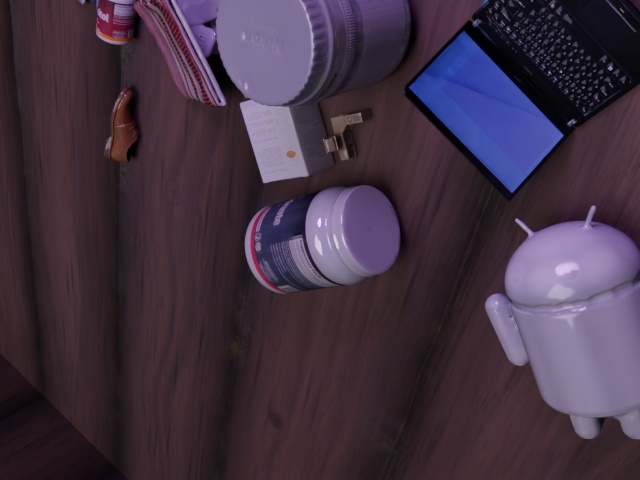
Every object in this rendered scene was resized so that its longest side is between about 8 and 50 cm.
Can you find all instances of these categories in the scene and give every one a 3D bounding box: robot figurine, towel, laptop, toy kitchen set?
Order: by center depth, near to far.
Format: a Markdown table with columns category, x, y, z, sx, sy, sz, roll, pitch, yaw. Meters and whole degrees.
| category | x | y | z | sx | sy | sz | roll | pitch | yaw |
| --- | --- | --- | --- | --- | --- | --- | --- | --- | --- |
| laptop | 0.298 | -0.233 | 0.892 | 0.234 | 0.136 | 0.264 | 44 | 135 | -6 |
| robot figurine | 0.402 | 0.121 | 0.968 | 0.300 | 0.200 | 0.353 | -14 | 102 | 35 |
| toy kitchen set | 0.055 | -0.194 | 1.205 | 0.075 | 0.068 | 0.083 | -2 | 110 | 41 |
| towel | -0.288 | -0.382 | 1.289 | 0.237 | 0.037 | 0.329 | 64 | 168 | -23 |

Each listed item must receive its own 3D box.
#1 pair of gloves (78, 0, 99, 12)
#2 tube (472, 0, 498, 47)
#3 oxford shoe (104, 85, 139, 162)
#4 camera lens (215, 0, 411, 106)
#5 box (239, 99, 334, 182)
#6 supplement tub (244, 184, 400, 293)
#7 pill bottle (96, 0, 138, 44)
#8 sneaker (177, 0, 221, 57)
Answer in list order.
| category | x | y | z | sx | sy | sz | roll | pitch | yaw |
| --- | --- | --- | --- | --- | --- | --- | --- | --- | --- |
| pair of gloves | -0.543 | -0.627 | 1.541 | 0.198 | 0.023 | 0.159 | 39 | 130 | 18 |
| tube | 0.289 | -0.379 | 0.930 | 0.080 | 0.052 | 0.207 | 35 | 126 | 9 |
| oxford shoe | -0.500 | -0.296 | 1.650 | 0.076 | 0.076 | 0.212 | 20 | 126 | -3 |
| camera lens | -0.002 | -0.341 | 1.034 | 0.219 | 0.274 | 0.219 | 19 | 122 | 34 |
| box | -0.066 | -0.213 | 1.284 | 0.130 | 0.091 | 0.170 | -4 | 108 | 42 |
| supplement tub | 0.000 | 0.000 | 1.263 | 0.272 | 0.191 | 0.191 | -13 | 102 | 43 |
| pill bottle | -0.467 | -0.538 | 1.473 | 0.086 | 0.086 | 0.152 | 38 | 131 | 20 |
| sneaker | -0.162 | -0.468 | 1.216 | 0.366 | 0.137 | 0.210 | 9 | 118 | 43 |
